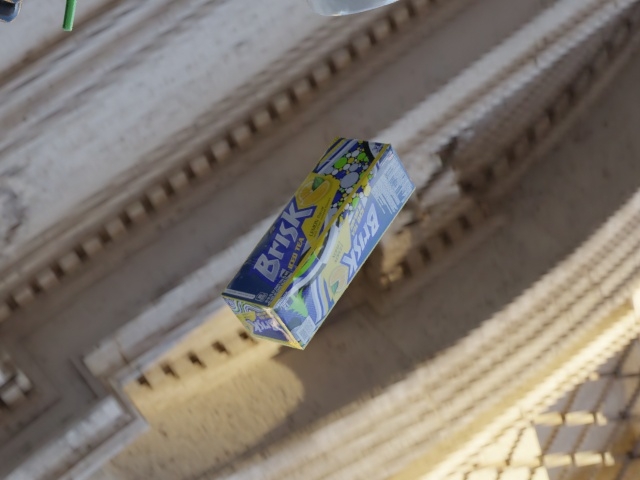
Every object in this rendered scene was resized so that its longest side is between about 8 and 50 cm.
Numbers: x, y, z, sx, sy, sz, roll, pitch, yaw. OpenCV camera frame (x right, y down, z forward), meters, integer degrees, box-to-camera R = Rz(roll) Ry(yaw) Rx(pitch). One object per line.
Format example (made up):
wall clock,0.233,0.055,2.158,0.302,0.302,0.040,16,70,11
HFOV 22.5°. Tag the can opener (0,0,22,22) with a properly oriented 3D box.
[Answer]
can opener,-0.469,-0.334,1.821,0.284,0.076,0.095,15,-125,-16

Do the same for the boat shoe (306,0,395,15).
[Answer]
boat shoe,0.002,-0.266,1.387,0.114,0.091,0.302,-17,-159,-15

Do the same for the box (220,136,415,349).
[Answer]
box,0.000,0.000,1.231,0.059,0.054,0.169,11,-125,43

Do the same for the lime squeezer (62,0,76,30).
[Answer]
lime squeezer,-0.345,-0.426,2.051,0.110,0.310,0.059,-40,-150,-30
